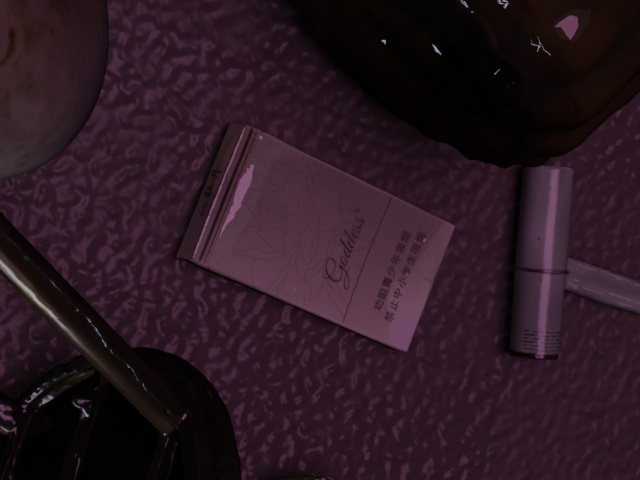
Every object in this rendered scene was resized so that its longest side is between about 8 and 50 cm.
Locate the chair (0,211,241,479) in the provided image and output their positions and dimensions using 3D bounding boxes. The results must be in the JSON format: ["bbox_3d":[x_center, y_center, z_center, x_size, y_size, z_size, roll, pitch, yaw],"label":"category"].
[{"bbox_3d":[-0.287,0.123,0.879,0.410,0.362,0.364,32,62,-35],"label":"chair"}]

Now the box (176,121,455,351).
[{"bbox_3d":[0.000,-0.001,1.188,0.198,0.029,0.109,25,83,-26],"label":"box"}]

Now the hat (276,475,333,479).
[{"bbox_3d":[-0.008,0.249,1.188,0.146,0.067,0.146,-3,78,13],"label":"hat"}]

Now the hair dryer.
[{"bbox_3d":[0.235,0.020,1.298,0.183,0.044,0.154,3,93,-30],"label":"hair dryer"}]

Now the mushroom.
[{"bbox_3d":[-0.254,-0.148,0.980,0.244,0.243,0.243,-2,94,-25],"label":"mushroom"}]

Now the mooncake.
[{"bbox_3d":[0.102,-0.184,1.082,0.161,0.290,0.290,-46,110,-14],"label":"mooncake"}]
